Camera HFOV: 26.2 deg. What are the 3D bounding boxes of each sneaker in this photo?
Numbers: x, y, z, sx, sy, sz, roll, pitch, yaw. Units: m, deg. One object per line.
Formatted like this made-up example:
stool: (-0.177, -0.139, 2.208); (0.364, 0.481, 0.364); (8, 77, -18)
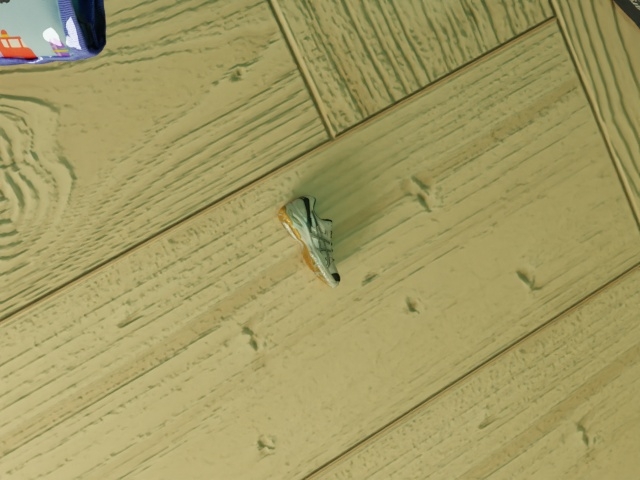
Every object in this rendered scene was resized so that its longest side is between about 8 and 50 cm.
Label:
sneaker: (0.000, 0.000, 1.154); (0.037, 0.032, 0.083); (-36, 108, -17)

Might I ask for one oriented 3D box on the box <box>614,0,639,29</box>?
box: (0.372, -0.314, 1.095); (0.293, 0.395, 0.212); (40, 77, -22)

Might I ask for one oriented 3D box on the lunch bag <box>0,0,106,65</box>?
lunch bag: (-0.260, -0.237, 0.914); (0.221, 0.138, 0.293); (0, 101, 19)
